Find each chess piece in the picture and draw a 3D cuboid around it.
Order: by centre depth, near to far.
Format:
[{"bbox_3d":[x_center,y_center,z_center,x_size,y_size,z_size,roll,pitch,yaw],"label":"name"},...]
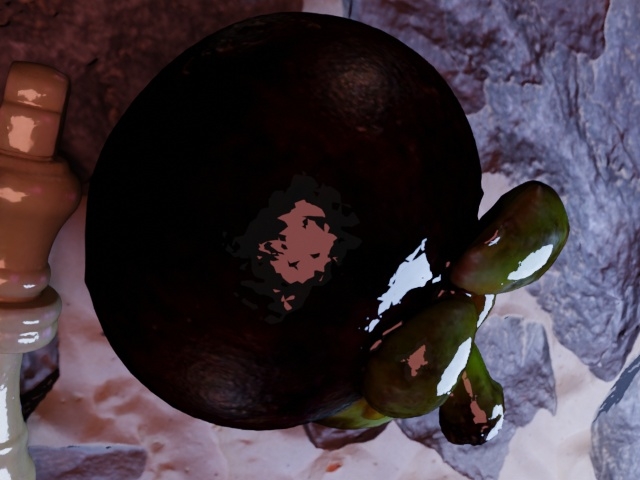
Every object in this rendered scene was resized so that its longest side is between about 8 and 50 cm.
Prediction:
[{"bbox_3d":[-0.268,0.052,0.596,0.117,0.117,0.398,10,102,-19],"label":"chess piece"}]

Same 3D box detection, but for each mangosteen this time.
[{"bbox_3d":[-0.011,-0.006,0.541,0.329,0.330,0.330,-5,108,-15],"label":"mangosteen"}]
